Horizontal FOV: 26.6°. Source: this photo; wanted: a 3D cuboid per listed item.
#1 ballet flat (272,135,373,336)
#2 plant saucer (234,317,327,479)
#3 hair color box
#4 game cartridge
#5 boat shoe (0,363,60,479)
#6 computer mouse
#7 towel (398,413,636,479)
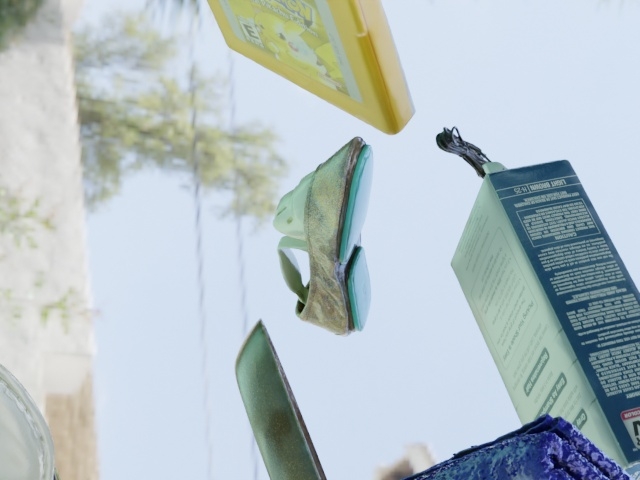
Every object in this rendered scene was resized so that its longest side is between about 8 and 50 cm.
[{"bbox_3d":[0.000,0.000,1.544,0.316,0.106,0.107,90,19,-47],"label":"ballet flat"},{"bbox_3d":[-0.024,0.230,1.374,0.310,0.050,0.311,160,-90,-88],"label":"plant saucer"},{"bbox_3d":[0.258,0.106,1.395,0.174,0.105,0.347,104,-29,-54],"label":"hair color box"},{"bbox_3d":[-0.043,-0.275,1.506,0.285,0.324,0.053,32,-106,29],"label":"game cartridge"},{"bbox_3d":[-0.294,0.238,1.261,0.096,0.116,0.324,38,-33,60],"label":"boat shoe"},{"bbox_3d":[0.220,-0.062,1.622,0.042,0.106,0.193,-49,-129,5],"label":"computer mouse"},{"bbox_3d":[0.147,0.247,1.102,0.308,0.227,0.076,-29,-148,45],"label":"towel"}]
